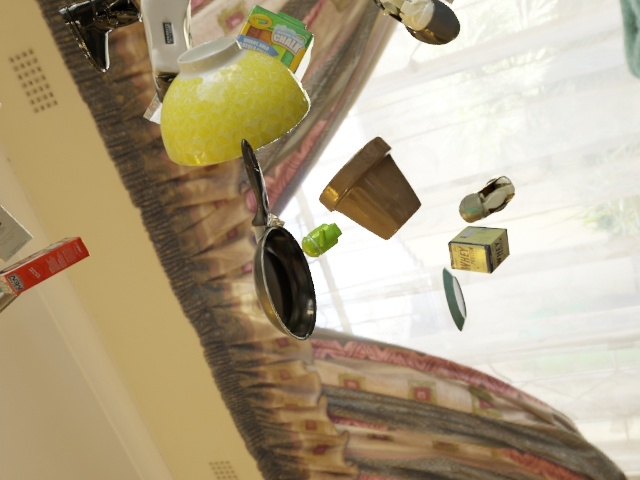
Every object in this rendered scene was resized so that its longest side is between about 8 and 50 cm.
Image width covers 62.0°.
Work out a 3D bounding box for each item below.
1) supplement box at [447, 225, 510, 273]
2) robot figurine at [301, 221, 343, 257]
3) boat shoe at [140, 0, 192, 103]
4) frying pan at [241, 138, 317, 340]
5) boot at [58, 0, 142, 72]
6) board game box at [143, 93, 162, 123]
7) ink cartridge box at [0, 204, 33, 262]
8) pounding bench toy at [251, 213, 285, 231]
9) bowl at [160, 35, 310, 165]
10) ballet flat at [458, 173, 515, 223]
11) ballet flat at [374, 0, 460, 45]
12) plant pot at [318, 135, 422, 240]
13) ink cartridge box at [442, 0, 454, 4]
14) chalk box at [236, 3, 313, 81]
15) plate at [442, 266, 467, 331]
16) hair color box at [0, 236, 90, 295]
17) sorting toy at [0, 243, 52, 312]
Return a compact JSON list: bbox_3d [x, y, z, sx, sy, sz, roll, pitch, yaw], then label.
[{"bbox_3d":[0.295,0.015,0.992,0.083,0.083,0.056,-32,-63,-40],"label":"supplement box"},{"bbox_3d":[0.000,0.000,1.369,0.067,0.115,0.101,56,166,-8],"label":"robot figurine"},{"bbox_3d":[-0.392,-0.513,1.360,0.158,0.127,0.341,133,134,-66],"label":"boat shoe"},{"bbox_3d":[-0.084,0.023,0.858,0.197,0.053,0.326,-79,-33,-53],"label":"frying pan"},{"bbox_3d":[-0.623,-0.629,1.592,0.246,0.207,0.094,79,168,-62],"label":"boot"},{"bbox_3d":[-0.529,-0.469,1.789,0.026,0.154,0.103,32,-174,-1],"label":"board game box"},{"bbox_3d":[-0.795,-0.066,1.214,0.092,0.158,0.218,-53,-35,-28],"label":"ink cartridge box"},{"bbox_3d":[-0.146,-0.044,1.357,0.065,0.083,0.052,6,-70,-62],"label":"pounding bench toy"},{"bbox_3d":[-0.178,-0.279,0.983,0.289,0.289,0.156,-77,-27,-52],"label":"bowl"},{"bbox_3d":[0.363,-0.090,1.096,0.213,0.068,0.072,-29,-85,-40],"label":"ballet flat"},{"bbox_3d":[0.148,-0.385,0.889,0.203,0.074,0.074,56,-178,39],"label":"ballet flat"},{"bbox_3d":[0.162,-0.130,1.520,0.229,0.263,0.263,44,-161,6],"label":"plant pot"},{"bbox_3d":[0.102,-0.582,1.079,0.307,0.303,0.072,-17,-44,-54],"label":"ink cartridge box"},{"bbox_3d":[-0.134,-0.495,1.449,0.179,0.180,0.289,134,160,-81],"label":"chalk box"},{"bbox_3d":[0.383,0.163,1.502,0.188,0.024,0.188,47,-146,-46],"label":"plate"},{"bbox_3d":[-0.497,0.043,0.952,0.141,0.072,0.043,-38,-66,-40],"label":"hair color box"},{"bbox_3d":[-0.700,0.127,1.154,0.047,0.196,0.348,46,-136,-16],"label":"sorting toy"}]
